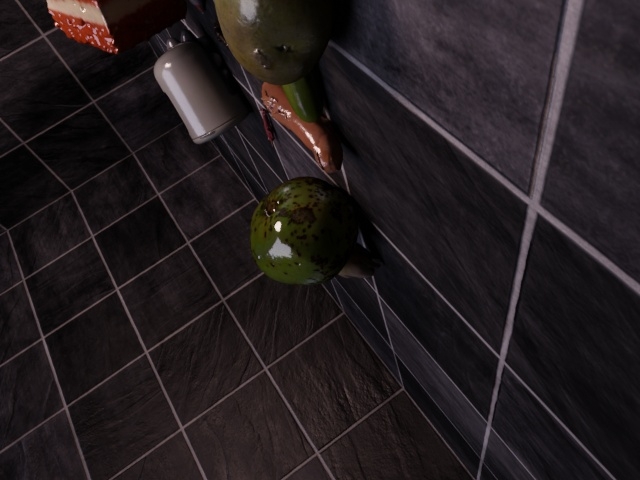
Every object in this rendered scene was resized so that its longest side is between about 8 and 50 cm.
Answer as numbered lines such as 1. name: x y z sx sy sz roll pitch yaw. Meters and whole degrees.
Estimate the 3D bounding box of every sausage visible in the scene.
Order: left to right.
1. sausage: -0.041 -0.245 1.086 0.304 0.078 0.078 51 170 35

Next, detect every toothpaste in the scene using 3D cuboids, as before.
1. toothpaste: -0.321 -0.627 1.318 0.089 0.057 0.234 61 -179 -17

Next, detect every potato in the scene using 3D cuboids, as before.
1. potato: -0.063 -0.312 0.719 0.251 0.158 0.175 101 161 -62

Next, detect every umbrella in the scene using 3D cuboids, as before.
1. umbrella: -0.153 -0.333 1.557 0.165 0.025 0.027 78 176 -62

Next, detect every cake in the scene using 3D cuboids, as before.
1. cake: -0.536 -0.681 1.316 0.269 0.269 0.320 24 145 28

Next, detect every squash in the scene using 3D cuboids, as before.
1. squash: -0.045 -0.305 0.927 0.066 0.066 0.252 50 169 34

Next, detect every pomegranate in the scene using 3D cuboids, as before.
1. pomegranate: 0.000 0.000 1.317 0.340 0.285 0.285 30 -175 -30

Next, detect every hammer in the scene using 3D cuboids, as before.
1. hammer: -0.223 -0.489 1.370 0.178 0.021 0.065 53 170 17

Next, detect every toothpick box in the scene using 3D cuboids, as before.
1. toothpick box: -0.376 -0.489 1.660 0.317 0.229 0.229 61 170 -21
